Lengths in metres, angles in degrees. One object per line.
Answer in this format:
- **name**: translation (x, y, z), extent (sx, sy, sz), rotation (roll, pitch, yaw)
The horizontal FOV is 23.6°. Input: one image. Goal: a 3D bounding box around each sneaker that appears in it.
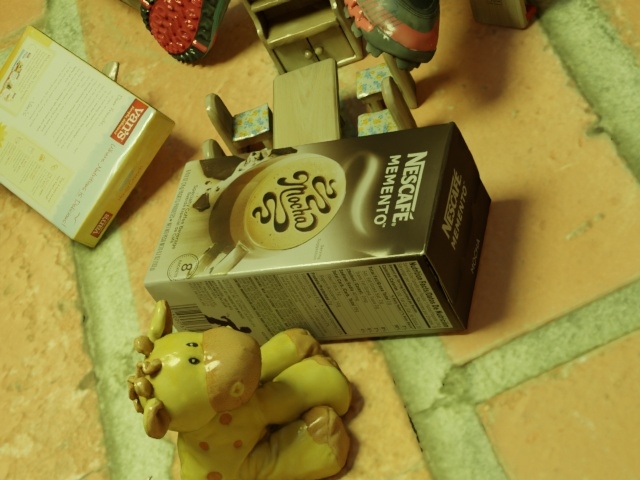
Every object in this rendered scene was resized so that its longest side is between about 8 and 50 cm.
- **sneaker**: translation (0.084, -0.301, 1.584), extent (0.135, 0.098, 0.276), rotation (-51, 34, 42)
- **sneaker**: translation (-0.120, -0.309, 1.808), extent (0.125, 0.104, 0.262), rotation (-41, -4, -37)

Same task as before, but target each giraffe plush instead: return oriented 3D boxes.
- **giraffe plush**: translation (-0.093, 0.137, 1.370), extent (0.210, 0.170, 0.181), rotation (-36, 42, -4)

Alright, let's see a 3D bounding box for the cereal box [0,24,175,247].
- **cereal box**: translation (-0.297, -0.122, 1.757), extent (0.240, 0.047, 0.173), rotation (35, 93, 32)

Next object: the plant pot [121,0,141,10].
- **plant pot**: translation (-0.254, -0.428, 1.975), extent (0.256, 0.256, 0.274), rotation (-34, 58, -2)

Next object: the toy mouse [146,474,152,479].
- **toy mouse**: translation (-0.212, 0.283, 1.405), extent (0.143, 0.031, 0.161), rotation (2, 51, 31)

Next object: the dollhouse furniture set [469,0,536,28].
- **dollhouse furniture set**: translation (0.253, -0.365, 1.704), extent (0.262, 0.135, 0.259), rotation (16, 49, 39)

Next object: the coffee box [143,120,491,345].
- **coffee box**: translation (0.000, 0.000, 1.483), extent (0.297, 0.119, 0.168), rotation (-7, 47, 25)

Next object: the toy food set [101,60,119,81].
- **toy food set**: translation (-0.317, -0.133, 1.845), extent (0.218, 0.071, 0.128), rotation (-7, 72, 28)

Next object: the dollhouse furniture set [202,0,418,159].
- **dollhouse furniture set**: translation (-0.025, -0.187, 1.643), extent (0.212, 0.161, 0.242), rotation (-17, 44, 15)
